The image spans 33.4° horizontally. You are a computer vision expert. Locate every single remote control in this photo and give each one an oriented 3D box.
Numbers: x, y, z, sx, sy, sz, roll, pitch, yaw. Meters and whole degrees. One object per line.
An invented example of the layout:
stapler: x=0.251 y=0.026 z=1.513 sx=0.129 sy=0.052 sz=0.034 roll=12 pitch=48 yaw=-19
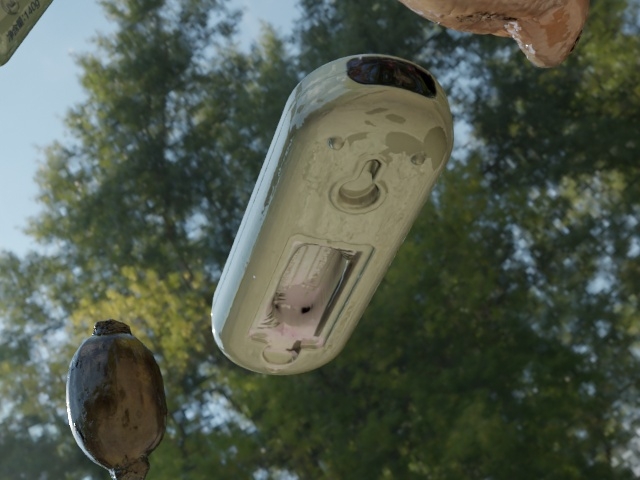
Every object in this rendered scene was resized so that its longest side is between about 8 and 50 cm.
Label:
remote control: x=0.000 y=0.000 z=0.532 sx=0.078 sy=0.042 sz=0.221 roll=10 pitch=-41 yaw=-14

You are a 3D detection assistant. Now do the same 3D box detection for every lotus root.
lotus root: x=-0.249 y=0.200 z=1.292 sx=0.120 sy=0.209 sz=0.120 roll=-11 pitch=-15 yaw=-3

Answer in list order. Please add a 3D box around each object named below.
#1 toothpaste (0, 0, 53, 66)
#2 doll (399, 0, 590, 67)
toothpaste: x=-0.164 y=-0.196 z=0.660 sx=0.268 sy=0.069 sz=0.047 roll=-65 pitch=4 yaw=-27
doll: x=0.170 y=-0.187 z=0.602 sx=0.303 sy=0.201 sz=0.156 roll=-10 pitch=-62 yaw=6
